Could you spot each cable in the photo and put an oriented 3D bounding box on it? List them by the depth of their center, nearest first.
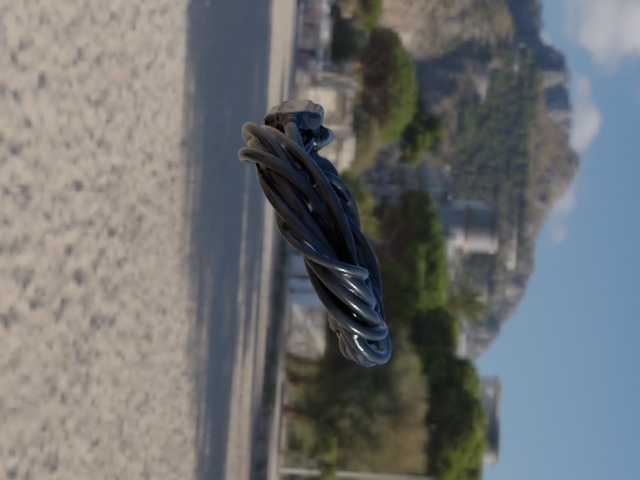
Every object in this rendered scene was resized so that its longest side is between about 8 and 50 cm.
[{"bbox_3d":[0.000,0.000,0.652,0.184,0.047,0.150,-91,162,-77],"label":"cable"}]
